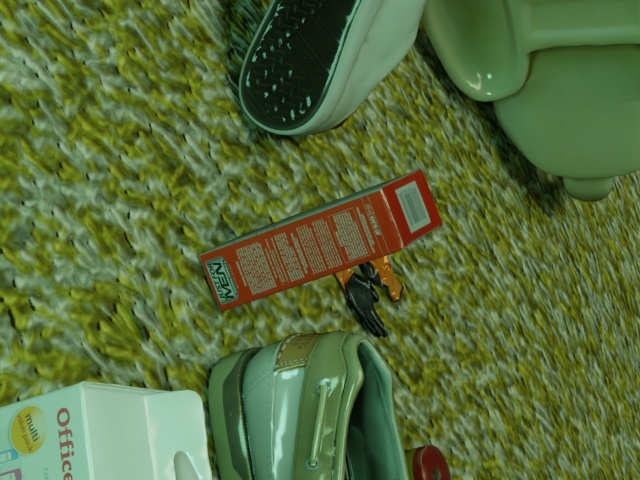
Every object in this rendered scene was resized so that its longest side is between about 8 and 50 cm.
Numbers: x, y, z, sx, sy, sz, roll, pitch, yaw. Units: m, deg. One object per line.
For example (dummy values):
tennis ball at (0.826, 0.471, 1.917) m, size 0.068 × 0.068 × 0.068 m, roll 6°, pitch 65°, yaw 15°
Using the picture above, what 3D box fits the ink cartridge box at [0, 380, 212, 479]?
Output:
ink cartridge box at (-0.118, 0.123, 0.722) m, size 0.090 × 0.143 × 0.092 m, roll 16°, pitch 59°, yaw -57°

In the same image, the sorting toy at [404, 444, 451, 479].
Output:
sorting toy at (0.126, 0.289, 1.152) m, size 0.274 × 0.046 × 0.132 m, roll 61°, pitch 30°, yaw -19°

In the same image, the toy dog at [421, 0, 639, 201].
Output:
toy dog at (0.288, -0.282, 1.556) m, size 0.408 × 0.284 × 0.395 m, roll -79°, pitch 153°, yaw -43°

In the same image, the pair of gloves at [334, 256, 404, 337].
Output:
pair of gloves at (0.039, 0.030, 1.195) m, size 0.074 × 0.010 × 0.083 m, roll 58°, pitch 31°, yaw -22°

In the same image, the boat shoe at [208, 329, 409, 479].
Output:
boat shoe at (0.017, 0.204, 0.952) m, size 0.113 × 0.103 × 0.302 m, roll -5°, pitch 78°, yaw -61°

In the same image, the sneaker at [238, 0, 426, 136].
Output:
sneaker at (0.039, -0.210, 1.131) m, size 0.106 × 0.290 × 0.123 m, roll 34°, pitch 12°, yaw 18°

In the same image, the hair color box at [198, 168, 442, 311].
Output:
hair color box at (0.000, 0.000, 1.007) m, size 0.072 × 0.141 × 0.043 m, roll -27°, pitch 97°, yaw -61°
